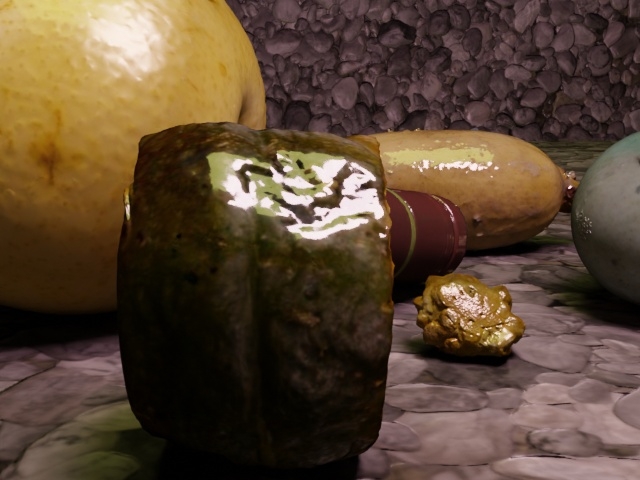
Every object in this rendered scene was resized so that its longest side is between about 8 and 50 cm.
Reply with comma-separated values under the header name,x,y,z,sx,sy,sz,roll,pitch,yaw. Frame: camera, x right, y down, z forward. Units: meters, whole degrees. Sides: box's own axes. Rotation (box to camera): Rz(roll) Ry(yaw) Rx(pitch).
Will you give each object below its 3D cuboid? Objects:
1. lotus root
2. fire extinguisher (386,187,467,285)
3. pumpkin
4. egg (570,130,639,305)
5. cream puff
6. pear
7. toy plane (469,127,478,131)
name,x,y,z,sx,sy,sz,roll,pitch,yaw
lotus root,0.177,-0.066,0.997,0.342,0.152,0.169,-2,12,3
fire extinguisher,0.000,0.000,0.704,0.341,0.141,0.105,2,48,-52
pumpkin,-0.035,0.018,0.502,0.139,0.190,0.280,-2,11,-3
egg,0.326,-0.022,0.749,0.169,0.169,0.236,7,11,31
cream puff,0.116,0.063,0.630,0.083,0.083,0.058,-14,-29,-15
pear,-0.215,-0.100,0.715,0.348,0.349,0.348,0,12,0
toy plane,0.176,-0.097,1.224,0.266,0.123,0.267,-18,12,4
